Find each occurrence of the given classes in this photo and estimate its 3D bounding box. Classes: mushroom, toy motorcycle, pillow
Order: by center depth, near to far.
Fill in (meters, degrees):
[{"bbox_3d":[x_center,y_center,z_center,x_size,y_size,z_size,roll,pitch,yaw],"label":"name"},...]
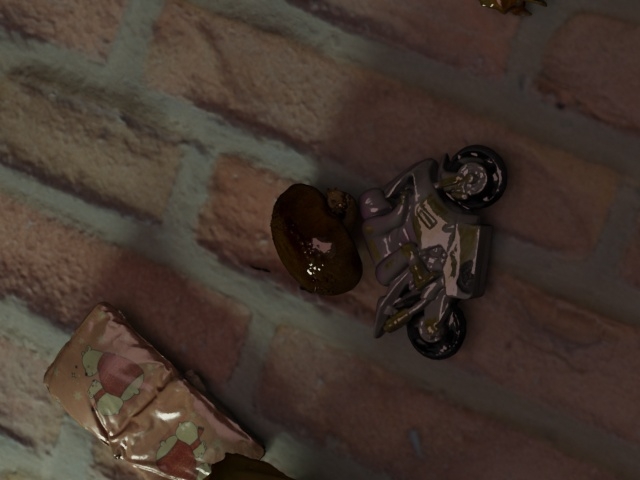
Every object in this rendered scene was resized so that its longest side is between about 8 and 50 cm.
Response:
[{"bbox_3d":[0.101,0.001,1.907,0.152,0.073,0.225,18,99,24],"label":"toy motorcycle"},{"bbox_3d":[0.000,0.000,1.930,0.087,0.127,0.127,-25,82,-15],"label":"mushroom"},{"bbox_3d":[-0.182,0.189,2.038,0.248,0.049,0.135,41,107,10],"label":"pillow"}]

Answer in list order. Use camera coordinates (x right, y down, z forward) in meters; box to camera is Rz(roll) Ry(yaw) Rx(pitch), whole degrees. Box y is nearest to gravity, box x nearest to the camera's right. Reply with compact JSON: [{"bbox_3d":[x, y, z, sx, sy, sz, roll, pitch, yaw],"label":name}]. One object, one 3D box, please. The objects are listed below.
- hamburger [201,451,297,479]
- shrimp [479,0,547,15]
[{"bbox_3d":[-0.030,0.436,1.822,0.396,0.396,0.277,39,104,15],"label":"hamburger"},{"bbox_3d":[0.180,-0.309,1.871,0.132,0.052,0.187,-34,78,19],"label":"shrimp"}]
